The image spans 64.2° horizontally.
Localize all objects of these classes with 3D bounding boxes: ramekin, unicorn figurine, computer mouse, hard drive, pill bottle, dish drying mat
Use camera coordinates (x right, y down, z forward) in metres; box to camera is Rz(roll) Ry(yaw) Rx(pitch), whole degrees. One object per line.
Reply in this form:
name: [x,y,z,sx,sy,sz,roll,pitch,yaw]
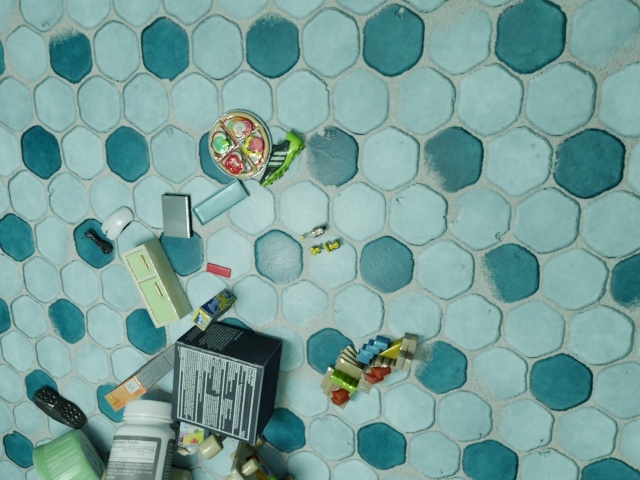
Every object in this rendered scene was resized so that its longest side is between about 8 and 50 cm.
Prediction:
ramekin: [-0.889,0.839,1.850,0.148,0.303,0.303,-31,96,-21]
unicorn figurine: [-0.422,0.706,1.786,0.111,0.162,0.060,-11,109,46]
computer mouse: [-0.695,-0.040,1.685,0.193,0.042,0.106,-41,90,22]
hard drive: [-0.455,-0.078,1.617,0.094,0.022,0.135,5,106,15]
pill bottle: [-0.597,0.729,1.697,0.204,0.204,0.360,-5,62,17]
dish drying mat: [-0.328,0.097,1.636,0.083,0.008,0.032,15,109,11]

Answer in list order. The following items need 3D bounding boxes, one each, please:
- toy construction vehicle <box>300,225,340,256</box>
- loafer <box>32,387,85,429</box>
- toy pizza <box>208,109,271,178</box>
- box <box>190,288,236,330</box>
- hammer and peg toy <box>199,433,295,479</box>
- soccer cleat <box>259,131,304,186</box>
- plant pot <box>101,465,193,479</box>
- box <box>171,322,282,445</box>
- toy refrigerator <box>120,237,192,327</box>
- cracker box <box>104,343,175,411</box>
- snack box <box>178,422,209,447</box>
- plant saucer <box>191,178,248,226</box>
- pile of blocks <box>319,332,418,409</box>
toy construction vehicle: [0.000,0.000,1.507,0.098,0.035,0.085,-25,108,23]
loafer: [-0.998,0.648,1.948,0.223,0.076,0.078,34,129,0]
toy pizza: [-0.241,-0.279,1.496,0.202,0.032,0.201,4,106,15]
box: [-0.329,0.212,1.581,0.054,0.169,0.059,38,112,4]
hammer and peg toy: [-0.225,0.743,1.666,0.127,0.266,0.361,-38,92,-1]
soccer cleat: [-0.123,-0.232,1.467,0.072,0.060,0.179,45,105,11]
plant pot: [-0.609,0.916,1.832,0.274,0.256,0.256,-10,102,2]
box: [-0.297,0.447,1.630,0.294,0.183,0.296,14,110,13]
toy refrigerator: [-0.534,0.140,1.661,0.102,0.094,0.269,-20,98,20]
cracker box: [-0.574,0.447,1.681,0.156,0.232,0.067,-35,92,21]
snack box: [-0.430,0.629,1.749,0.100,0.141,0.037,-14,144,18]
plant saucer: [-0.309,-0.116,1.568,0.192,0.018,0.067,-30,95,20]
pile of blocks: [0.131,0.386,1.530,0.362,0.112,0.149,-39,92,21]
